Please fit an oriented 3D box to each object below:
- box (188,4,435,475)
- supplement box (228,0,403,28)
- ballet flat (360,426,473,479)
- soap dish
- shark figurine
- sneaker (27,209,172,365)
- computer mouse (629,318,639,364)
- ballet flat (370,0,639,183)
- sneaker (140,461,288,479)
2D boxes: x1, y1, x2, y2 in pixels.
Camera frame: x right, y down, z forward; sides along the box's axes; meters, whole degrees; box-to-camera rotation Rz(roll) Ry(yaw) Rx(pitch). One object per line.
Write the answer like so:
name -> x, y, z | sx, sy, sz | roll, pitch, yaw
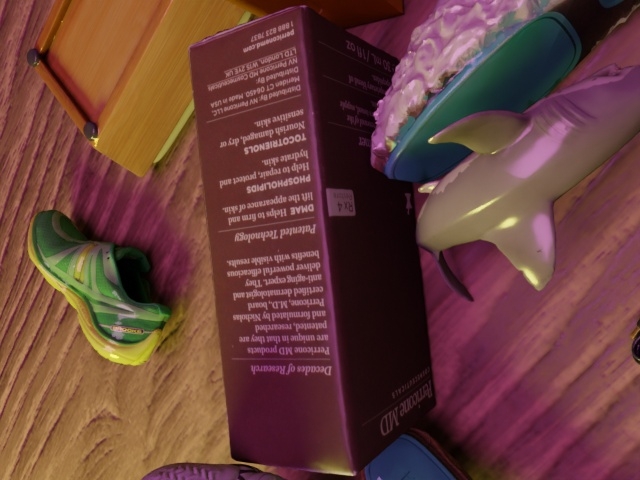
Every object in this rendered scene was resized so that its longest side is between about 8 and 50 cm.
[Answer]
box -> 0.000, 0.000, 0.541 | 0.143, 0.191, 0.381 | -5, 91, 31
supplement box -> -0.018, -0.328, 0.532 | 0.129, 0.191, 0.194 | -2, 91, 31
ballet flat -> 0.165, 0.317, 0.497 | 0.116, 0.124, 0.342 | -43, 59, -7
soap dish -> -0.243, -0.265, 0.715 | 0.229, 0.118, 0.291 | 49, 116, 19
shark figurine -> 0.132, -0.009, 0.423 | 0.116, 0.166, 0.278 | 64, 150, 17
sneaker -> -0.310, 0.047, 0.798 | 0.295, 0.109, 0.123 | 42, 90, 24
computer mouse -> 0.346, 0.105, 0.423 | 0.193, 0.042, 0.106 | 40, 111, 23
ballet flat -> 0.190, -0.216, 0.460 | 0.409, 0.147, 0.147 | -40, 73, 21
sneaker -> -0.078, 0.325, 0.552 | 0.210, 0.366, 0.137 | -18, 43, 39
